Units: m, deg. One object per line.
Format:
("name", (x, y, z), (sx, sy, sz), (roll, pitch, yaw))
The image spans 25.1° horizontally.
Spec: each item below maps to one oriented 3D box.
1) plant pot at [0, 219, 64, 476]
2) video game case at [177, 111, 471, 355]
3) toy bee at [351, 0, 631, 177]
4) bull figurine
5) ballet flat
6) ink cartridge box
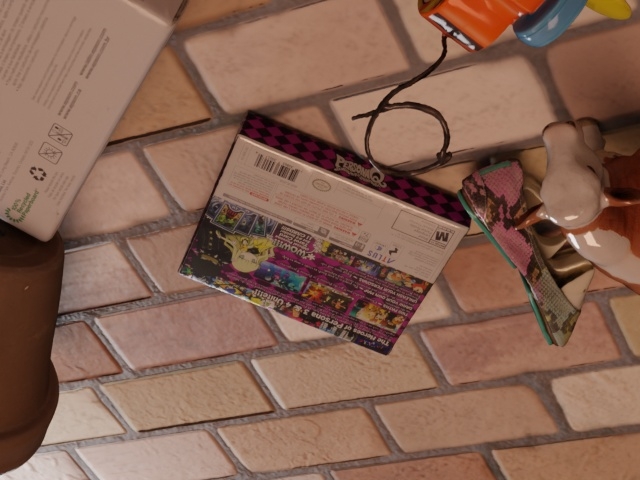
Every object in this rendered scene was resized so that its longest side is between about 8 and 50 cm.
("plant pot", (-0.366, 0.072, 1.442), (0.263, 0.263, 0.229), (23, 117, -8))
("video game case", (0.000, 0.000, 1.384), (0.232, 0.042, 0.210), (21, 135, -6))
("toy bee", (0.125, -0.212, 1.088), (0.298, 0.162, 0.195), (-30, 114, 8))
("bull figurine", (0.284, -0.016, 1.186), (0.310, 0.188, 0.101), (36, 132, -20))
("ballet flat", (0.205, 0.012, 1.327), (0.079, 0.077, 0.221), (-27, 123, 12))
("ink cartridge box", (-0.324, -0.183, 1.277), (0.330, 0.071, 0.324), (30, 135, -10))
